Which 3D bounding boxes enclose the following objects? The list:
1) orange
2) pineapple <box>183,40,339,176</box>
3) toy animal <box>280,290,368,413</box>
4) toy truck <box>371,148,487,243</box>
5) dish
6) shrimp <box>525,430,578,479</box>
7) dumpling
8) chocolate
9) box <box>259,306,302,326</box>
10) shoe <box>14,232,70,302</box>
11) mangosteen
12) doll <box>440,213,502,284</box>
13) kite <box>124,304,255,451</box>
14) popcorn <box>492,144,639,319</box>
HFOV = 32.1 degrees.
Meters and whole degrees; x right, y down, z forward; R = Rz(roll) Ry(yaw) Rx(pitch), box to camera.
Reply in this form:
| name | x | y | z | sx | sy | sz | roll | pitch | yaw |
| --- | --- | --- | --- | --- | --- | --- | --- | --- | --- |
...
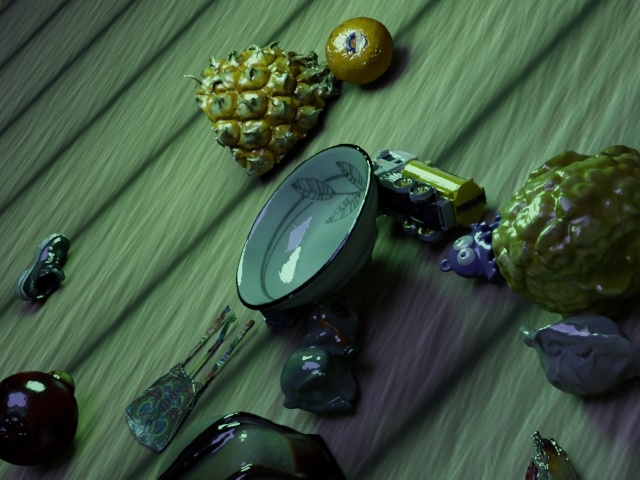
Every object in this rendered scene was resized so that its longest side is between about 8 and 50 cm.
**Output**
| name | x | y | z | sx | sy | sz | roll | pitch | yaw |
| --- | --- | --- | --- | --- | --- | --- | --- | --- | --- |
| orange | 0.077 | -0.367 | 2.156 | 0.135 | 0.117 | 0.135 | -1 | 87 | 10 |
| pineapple | -0.105 | -0.336 | 2.217 | 0.286 | 0.209 | 0.344 | -36 | 36 | 11 |
| toy animal | 0.006 | 0.155 | 1.720 | 0.138 | 0.108 | 0.236 | -22 | 41 | 27 |
| toy truck | 0.160 | -0.077 | 1.806 | 0.114 | 0.098 | 0.227 | -30 | 33 | -24 |
| dish | 0.000 | 0.000 | 1.793 | 0.316 | 0.106 | 0.316 | -37 | 32 | 28 |
| shrimp | 0.278 | 0.314 | 1.368 | 0.101 | 0.042 | 0.190 | -32 | 39 | 28 |
| dumpling | 0.329 | 0.141 | 1.414 | 0.188 | 0.127 | 0.108 | 11 | 81 | 44 |
| chocolate | -0.120 | 0.362 | 1.572 | 0.283 | 0.186 | 0.283 | -25 | 40 | 23 |
| box | -0.067 | 0.092 | 1.895 | 0.074 | 0.054 | 0.099 | 0 | 55 | 45 |
| shoe | -0.582 | 0.065 | 2.396 | 0.099 | 0.071 | 0.169 | 18 | 71 | 47 |
| mangosteen | -0.521 | 0.314 | 2.027 | 0.200 | 0.200 | 0.200 | -25 | 40 | 24 |
| doll | 0.274 | 0.005 | 1.655 | 0.206 | 0.067 | 0.110 | -21 | 50 | 12 |
| kite | -0.225 | 0.235 | 1.940 | 0.285 | 0.015 | 0.152 | -50 | 40 | -4 |
| popcorn | 0.361 | -0.024 | 1.496 | 0.237 | 0.206 | 0.251 | -26 | 26 | 45 |
